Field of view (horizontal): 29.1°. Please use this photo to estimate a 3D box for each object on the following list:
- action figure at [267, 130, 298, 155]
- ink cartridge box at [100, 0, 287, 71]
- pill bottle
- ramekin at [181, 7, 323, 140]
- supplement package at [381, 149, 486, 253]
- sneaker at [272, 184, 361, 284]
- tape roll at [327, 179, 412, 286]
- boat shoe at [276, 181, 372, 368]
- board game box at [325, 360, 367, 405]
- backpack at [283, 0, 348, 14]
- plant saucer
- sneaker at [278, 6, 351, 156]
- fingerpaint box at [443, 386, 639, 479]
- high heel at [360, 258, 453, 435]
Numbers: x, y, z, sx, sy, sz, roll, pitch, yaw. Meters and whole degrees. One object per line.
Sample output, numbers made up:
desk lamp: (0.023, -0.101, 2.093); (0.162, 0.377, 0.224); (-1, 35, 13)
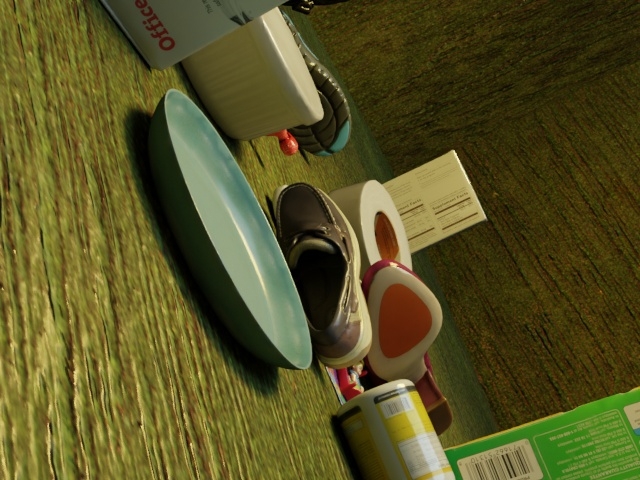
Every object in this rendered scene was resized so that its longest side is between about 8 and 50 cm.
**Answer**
action figure: (-0.098, -0.253, 1.870); (0.280, 0.091, 0.139); (64, 10, 4)
ink cartridge box: (-0.116, -0.349, 1.343); (0.211, 0.289, 0.121); (56, 8, -47)
pill bottle: (0.098, 0.267, 1.470); (0.184, 0.103, 0.103); (67, 8, 16)
ramekin: (-0.111, -0.261, 1.679); (0.273, 0.127, 0.273); (62, 9, -17)
supplement package: (0.171, -0.048, 2.361); (0.204, 0.262, 0.145); (1, 65, -82)
sneaker: (0.000, 0.000, 1.705); (0.080, 0.094, 0.212); (51, 15, -54)
tape roll: (0.081, 0.012, 2.057); (0.219, 0.072, 0.219); (46, 37, -51)
boat shoe: (-0.003, 0.027, 1.583); (0.092, 0.103, 0.285); (62, 12, -53)
board game box: (0.041, 0.179, 1.632); (0.168, 0.033, 0.133); (66, 8, 16)
backpack: (-0.091, -0.550, 2.219); (0.355, 0.290, 0.273); (-126, -137, -78)
plant saucer: (-0.098, -0.005, 1.269); (0.317, 0.044, 0.317); (63, 8, -15)
sneaker: (-0.044, -0.314, 2.300); (0.341, 0.125, 0.139); (61, 7, -27)
fingerpaint box: (0.394, 0.364, 1.632); (0.371, 0.445, 0.163); (75, -3, -52)
high heel: (0.089, 0.125, 1.765); (0.181, 0.127, 0.377); (52, -16, 43)
